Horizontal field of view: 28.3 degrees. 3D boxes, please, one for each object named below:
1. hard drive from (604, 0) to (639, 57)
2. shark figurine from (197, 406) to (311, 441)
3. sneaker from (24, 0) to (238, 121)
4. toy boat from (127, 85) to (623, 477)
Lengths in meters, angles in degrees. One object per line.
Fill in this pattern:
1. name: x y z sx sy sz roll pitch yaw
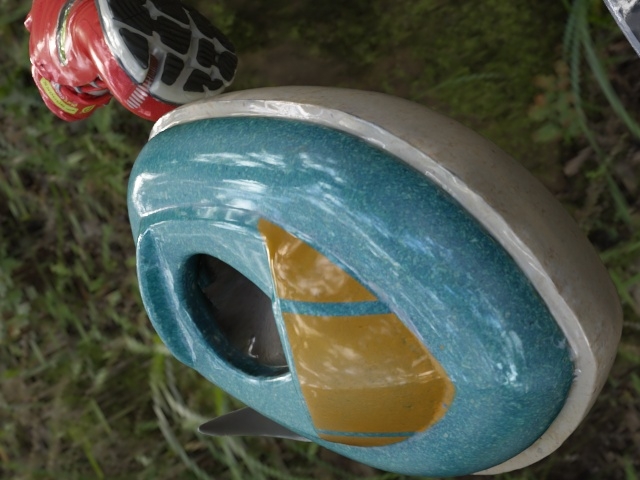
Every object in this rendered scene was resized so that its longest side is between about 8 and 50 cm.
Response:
1. hard drive: 0.246 -0.105 0.622 0.254 0.054 0.172 58 134 29
2. shark figurine: -0.015 0.020 0.973 0.116 0.278 0.166 28 176 -14
3. sneaker: -0.143 -0.127 0.875 0.107 0.118 0.279 28 -167 -29
4. toy boat: 0.022 0.084 0.598 0.267 0.148 0.318 9 126 46
